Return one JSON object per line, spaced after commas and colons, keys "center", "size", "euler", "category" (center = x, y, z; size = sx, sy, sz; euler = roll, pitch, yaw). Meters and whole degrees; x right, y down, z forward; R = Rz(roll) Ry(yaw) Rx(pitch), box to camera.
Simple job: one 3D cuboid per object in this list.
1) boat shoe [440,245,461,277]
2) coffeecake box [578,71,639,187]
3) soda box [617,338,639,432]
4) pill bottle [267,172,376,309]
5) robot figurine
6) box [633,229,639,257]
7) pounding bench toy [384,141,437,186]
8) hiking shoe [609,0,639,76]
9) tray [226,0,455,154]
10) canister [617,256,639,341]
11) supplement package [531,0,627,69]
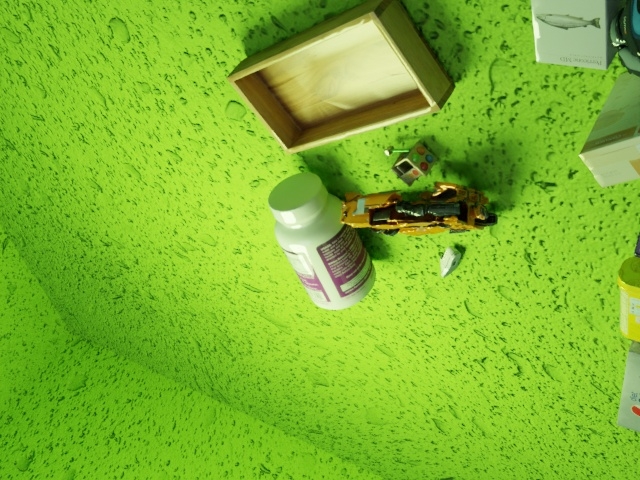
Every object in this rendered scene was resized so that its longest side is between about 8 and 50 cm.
{"center": [0.273, 0.043, 1.743], "size": [0.035, 0.035, 0.100], "euler": [54, 160, 23], "category": "boat shoe"}
{"center": [0.459, -0.171, 1.119], "size": [0.068, 0.185, 0.142], "euler": [47, 147, -20], "category": "coffeecake box"}
{"center": [0.664, 0.281, 1.634], "size": [0.098, 0.091, 0.286], "euler": [15, 144, 27], "category": "soda box"}
{"center": [0.000, 0.000, 1.807], "size": [0.169, 0.169, 0.301], "euler": [8, 140, 37], "category": "pill bottle"}
{"center": [0.192, -0.058, 1.571], "size": [0.291, 0.084, 0.211], "euler": [-4, 171, 41], "category": "robot figurine"}
{"center": [0.573, -0.046, 1.226], "size": [0.147, 0.077, 0.180], "euler": [18, 122, 25], "category": "box"}
{"center": [0.168, -0.156, 1.544], "size": [0.083, 0.052, 0.065], "euler": [41, 148, -10], "category": "pounding bench toy"}
{"center": [0.449, -0.190, 0.949], "size": [0.304, 0.113, 0.132], "euler": [58, 173, 22], "category": "hiking shoe"}
{"center": [0.025, -0.290, 1.480], "size": [0.411, 0.076, 0.203], "euler": [-8, 129, 50], "category": "tray"}
{"center": [0.608, 0.117, 1.482], "size": [0.126, 0.073, 0.169], "euler": [15, 145, 30], "category": "canister"}
{"center": [0.347, -0.334, 1.081], "size": [0.105, 0.105, 0.179], "euler": [15, 144, 32], "category": "supplement package"}
